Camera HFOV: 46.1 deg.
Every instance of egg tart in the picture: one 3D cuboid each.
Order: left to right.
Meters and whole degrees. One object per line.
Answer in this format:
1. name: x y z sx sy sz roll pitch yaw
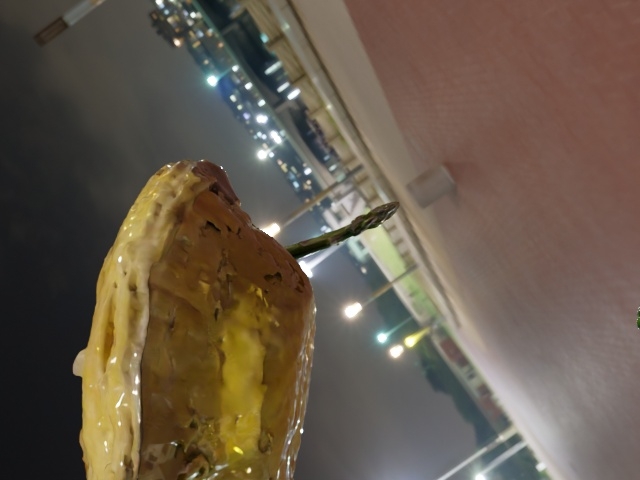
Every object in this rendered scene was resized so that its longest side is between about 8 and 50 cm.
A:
1. egg tart: -0.101 0.137 0.771 0.443 0.178 0.443 4 -90 -87

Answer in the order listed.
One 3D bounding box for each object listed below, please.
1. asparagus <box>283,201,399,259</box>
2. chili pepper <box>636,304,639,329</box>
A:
1. asparagus: 0.000 -0.001 1.001 0.034 0.236 0.027 53 -159 -46
2. chili pepper: 0.312 0.074 0.512 0.182 0.050 0.073 24 178 19
